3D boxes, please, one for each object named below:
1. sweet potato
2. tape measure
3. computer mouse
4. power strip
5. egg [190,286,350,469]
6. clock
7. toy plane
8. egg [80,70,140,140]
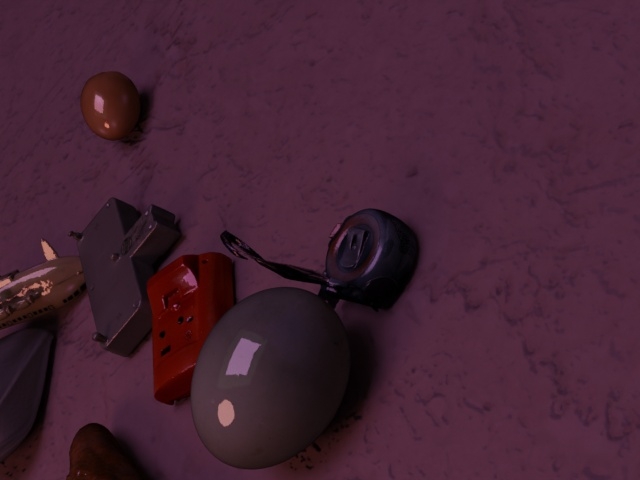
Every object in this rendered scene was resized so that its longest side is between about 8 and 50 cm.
[{"bbox_3d":[-0.213,0.295,1.854,0.114,0.092,0.341,-42,33,-15],"label":"sweet potato"},{"bbox_3d":[0.001,0.000,1.715,0.104,0.180,0.107,-2,66,69],"label":"tape measure"},{"bbox_3d":[-0.409,0.209,2.168,0.128,0.079,0.231,-14,37,35],"label":"computer mouse"},{"bbox_3d":[-0.235,0.021,2.083,0.145,0.061,0.215,-48,38,21],"label":"power strip"},{"bbox_3d":[-0.051,0.138,1.697,0.149,0.149,0.192,33,96,55],"label":"egg"},{"bbox_3d":[-0.152,0.098,1.931,0.113,0.061,0.155,-34,46,33],"label":"clock"},{"bbox_3d":[-0.403,0.076,2.205,0.244,0.092,0.229,-31,9,15],"label":"toy plane"},{"bbox_3d":[-0.277,-0.175,2.250,0.080,0.080,0.096,-30,55,37],"label":"egg"}]
